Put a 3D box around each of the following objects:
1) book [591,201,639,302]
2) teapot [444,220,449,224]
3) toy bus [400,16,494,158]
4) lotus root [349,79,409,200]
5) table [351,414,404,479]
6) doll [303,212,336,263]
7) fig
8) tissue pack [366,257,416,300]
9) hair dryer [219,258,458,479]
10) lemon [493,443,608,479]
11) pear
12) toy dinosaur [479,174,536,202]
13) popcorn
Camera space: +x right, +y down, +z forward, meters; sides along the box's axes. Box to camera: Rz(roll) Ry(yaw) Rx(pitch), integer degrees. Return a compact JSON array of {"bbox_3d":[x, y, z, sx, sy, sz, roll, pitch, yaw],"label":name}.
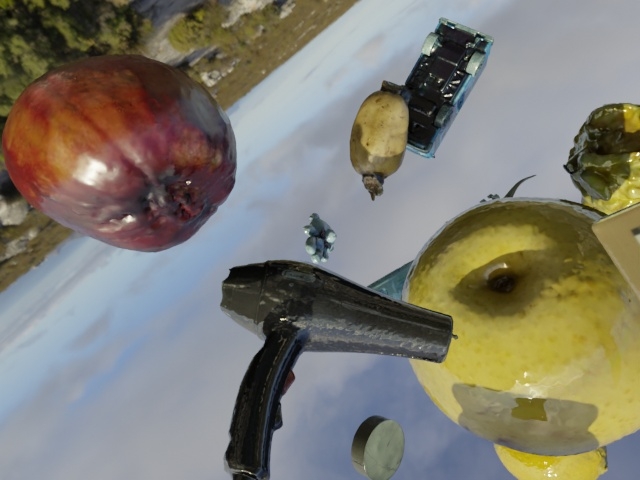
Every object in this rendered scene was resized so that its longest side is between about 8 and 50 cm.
[{"bbox_3d":[0.361,0.077,0.282,0.021,0.310,0.217,-23,171,-37],"label":"book"},{"bbox_3d":[0.440,-0.023,1.475,0.064,0.049,0.083,-6,-108,48],"label":"teapot"},{"bbox_3d":[0.171,-0.216,0.668,0.184,0.090,0.106,-60,166,3],"label":"toy bus"},{"bbox_3d":[0.073,-0.126,0.563,0.072,0.151,0.063,7,-174,9],"label":"lotus root"},{"bbox_3d":[0.131,0.467,1.004,0.043,0.133,0.133,-1,-137,51],"label":"table"},{"bbox_3d":[0.004,-0.002,1.151,0.075,0.120,0.179,-22,-165,7],"label":"doll"},{"bbox_3d":[-0.219,-0.096,0.501,0.263,0.223,0.224,7,-138,23],"label":"fig"},{"bbox_3d":[0.181,0.167,1.285,0.263,0.089,0.177,-27,157,-28],"label":"tissue pack"},{"bbox_3d":[-0.009,0.136,0.386,0.091,0.236,0.271,92,14,-46],"label":"hair dryer"},{"bbox_3d":[0.424,0.375,0.830,0.178,0.178,0.203,-48,-149,-20],"label":"lemon"},{"bbox_3d":[0.277,0.108,0.600,0.348,0.348,0.348,-37,-162,14],"label":"pear"},{"bbox_3d":[0.352,-0.074,0.903,0.180,0.058,0.037,-56,-178,41],"label":"toy dinosaur"},{"bbox_3d":[0.537,-0.146,0.810,0.170,0.189,0.218,-23,-114,24],"label":"popcorn"}]
